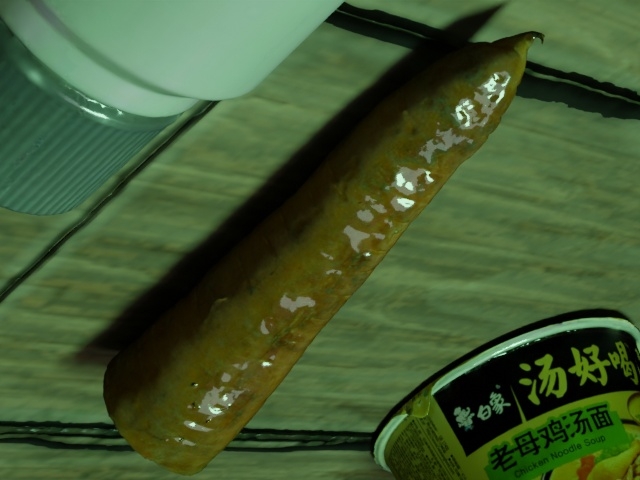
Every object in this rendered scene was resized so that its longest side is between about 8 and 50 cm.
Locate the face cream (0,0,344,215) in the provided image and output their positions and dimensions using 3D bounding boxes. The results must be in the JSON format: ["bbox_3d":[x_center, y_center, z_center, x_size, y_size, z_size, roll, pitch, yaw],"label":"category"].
[{"bbox_3d":[-0.011,-0.100,0.456,0.092,0.092,0.311,6,140,-49],"label":"face cream"}]

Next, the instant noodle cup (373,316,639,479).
[{"bbox_3d":[0.118,0.124,0.979,0.151,0.122,0.151,-21,152,-12],"label":"instant noodle cup"}]

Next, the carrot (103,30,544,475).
[{"bbox_3d":[0.000,0.000,0.713,0.057,0.057,0.224,3,139,-47],"label":"carrot"}]
